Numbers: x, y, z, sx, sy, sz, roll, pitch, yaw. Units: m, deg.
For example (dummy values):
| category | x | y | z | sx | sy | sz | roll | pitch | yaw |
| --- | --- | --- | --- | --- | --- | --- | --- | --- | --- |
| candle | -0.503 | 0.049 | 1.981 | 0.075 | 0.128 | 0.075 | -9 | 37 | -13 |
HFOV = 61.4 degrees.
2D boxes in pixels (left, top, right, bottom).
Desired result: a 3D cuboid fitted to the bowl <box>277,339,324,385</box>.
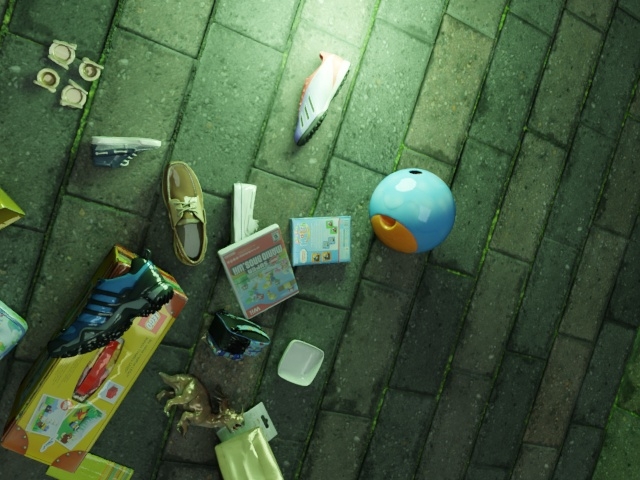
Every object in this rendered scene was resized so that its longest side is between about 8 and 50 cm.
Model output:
| category | x | y | z | sx | sy | sz | roll | pitch | yaw |
| --- | --- | --- | --- | --- | --- | --- | --- | --- | --- |
| bowl | -0.074 | 0.418 | 1.859 | 0.142 | 0.053 | 0.142 | 28 | 86 | -23 |

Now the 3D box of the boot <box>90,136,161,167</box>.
| category | x | y | z | sx | sy | sz | roll | pitch | yaw |
| --- | --- | --- | --- | --- | --- | --- | --- | --- | --- |
| boot | -0.561 | -0.254 | 1.562 | 0.190 | 0.069 | 0.085 | 0 | 105 | -14 |

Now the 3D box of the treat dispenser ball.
| category | x | y | z | sx | sy | sz | roll | pitch | yaw |
| --- | --- | --- | --- | --- | --- | --- | --- | --- | --- |
| treat dispenser ball | 0.308 | -0.098 | 1.814 | 0.289 | 0.288 | 0.287 | -3 | 99 | -22 |

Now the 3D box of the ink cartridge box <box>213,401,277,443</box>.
| category | x | y | z | sx | sy | sz | roll | pitch | yaw |
| --- | --- | --- | --- | --- | --- | --- | --- | --- | --- |
| ink cartridge box | -0.255 | 0.649 | 1.832 | 0.179 | 0.045 | 0.145 | -30 | 107 | -26 |

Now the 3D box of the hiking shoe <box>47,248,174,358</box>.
| category | x | y | z | sx | sy | sz | roll | pitch | yaw |
| --- | --- | --- | --- | --- | --- | --- | --- | --- | --- |
| hiking shoe | -0.491 | 0.155 | 1.236 | 0.304 | 0.113 | 0.132 | -32 | 79 | -9 |

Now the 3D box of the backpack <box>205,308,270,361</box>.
| category | x | y | z | sx | sy | sz | roll | pitch | yaw |
| --- | --- | --- | --- | --- | --- | --- | --- | --- | --- |
| backpack | -0.256 | 0.311 | 1.709 | 0.173 | 0.158 | 0.116 | 25 | 95 | -35 |

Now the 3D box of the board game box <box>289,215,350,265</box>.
| category | x | y | z | sx | sy | sz | roll | pitch | yaw |
| --- | --- | --- | --- | --- | --- | --- | --- | --- | --- |
| board game box | 0.000 | 0.000 | 1.837 | 0.212 | 0.039 | 0.160 | -3 | 99 | -22 |

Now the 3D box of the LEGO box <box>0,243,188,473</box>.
| category | x | y | z | sx | sy | sz | roll | pitch | yaw |
| --- | --- | --- | --- | --- | --- | --- | --- | --- | --- |
| LEGO box | -0.600 | 0.282 | 1.451 | 0.193 | 0.372 | 0.499 | 35 | 84 | -23 |

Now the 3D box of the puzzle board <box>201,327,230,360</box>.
| category | x | y | z | sx | sy | sz | roll | pitch | yaw |
| --- | --- | --- | --- | --- | --- | --- | --- | --- | --- |
| puzzle board | -0.314 | 0.322 | 1.770 | 0.128 | 0.011 | 0.096 | 45 | 79 | -22 |

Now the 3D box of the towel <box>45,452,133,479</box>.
| category | x | y | z | sx | sy | sz | roll | pitch | yaw |
| --- | --- | --- | --- | --- | --- | --- | --- | --- | --- |
| towel | -0.708 | 0.714 | 1.662 | 0.237 | 0.021 | 0.102 | 34 | 79 | -22 |

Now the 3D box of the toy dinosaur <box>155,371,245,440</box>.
| category | x | y | z | sx | sy | sz | roll | pitch | yaw |
| --- | --- | --- | --- | --- | --- | --- | --- | --- | --- |
| toy dinosaur | -0.391 | 0.505 | 1.711 | 0.200 | 0.127 | 0.295 | -36 | 97 | -22 |

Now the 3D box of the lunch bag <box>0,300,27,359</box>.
| category | x | y | z | sx | sy | sz | roll | pitch | yaw |
| --- | --- | --- | --- | --- | --- | --- | --- | --- | --- |
| lunch bag | -0.940 | 0.265 | 1.465 | 0.219 | 0.090 | 0.176 | -45 | 108 | -12 |

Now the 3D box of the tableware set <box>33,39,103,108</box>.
| category | x | y | z | sx | sy | sz | roll | pitch | yaw |
| --- | --- | --- | --- | --- | --- | --- | --- | --- | --- |
| tableware set | -0.700 | -0.460 | 1.494 | 0.141 | 0.020 | 0.168 | 28 | 86 | -23 |

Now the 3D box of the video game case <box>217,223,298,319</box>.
| category | x | y | z | sx | sy | sz | roll | pitch | yaw |
| --- | --- | --- | --- | --- | --- | --- | --- | --- | --- |
| video game case | -0.192 | 0.105 | 1.726 | 0.204 | 0.025 | 0.285 | -27 | 129 | -17 |

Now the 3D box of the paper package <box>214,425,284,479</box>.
| category | x | y | z | sx | sy | sz | roll | pitch | yaw |
| --- | --- | --- | --- | --- | --- | --- | --- | --- | --- |
| paper package | -0.203 | 0.806 | 1.672 | 0.168 | 0.309 | 0.324 | -15 | 133 | -19 |

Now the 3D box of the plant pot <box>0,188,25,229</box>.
| category | x | y | z | sx | sy | sz | roll | pitch | yaw |
| --- | --- | --- | --- | --- | --- | --- | --- | --- | --- |
| plant pot | -0.925 | -0.097 | 1.363 | 0.212 | 0.212 | 0.187 | -34 | 97 | -15 |

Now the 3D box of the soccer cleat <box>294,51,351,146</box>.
| category | x | y | z | sx | sy | sz | roll | pitch | yaw |
| --- | --- | --- | --- | --- | --- | --- | --- | --- | --- |
| soccer cleat | -0.020 | -0.456 | 1.741 | 0.117 | 0.108 | 0.318 | 29 | 88 | -3 |

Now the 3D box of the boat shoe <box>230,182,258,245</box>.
| category | x | y | z | sx | sy | sz | roll | pitch | yaw |
| --- | --- | --- | --- | --- | --- | --- | --- | --- | --- |
| boat shoe | -0.237 | -0.051 | 1.702 | 0.084 | 0.095 | 0.257 | 0 | 99 | -18 |

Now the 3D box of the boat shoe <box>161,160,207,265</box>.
| category | x | y | z | sx | sy | sz | roll | pitch | yaw |
| --- | --- | --- | --- | --- | --- | --- | --- | --- | --- |
| boat shoe | -0.397 | -0.079 | 1.620 | 0.123 | 0.116 | 0.324 | -14 | 103 | -20 |
